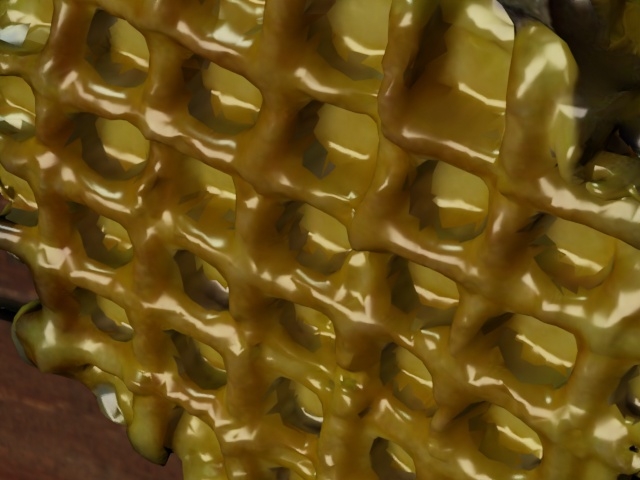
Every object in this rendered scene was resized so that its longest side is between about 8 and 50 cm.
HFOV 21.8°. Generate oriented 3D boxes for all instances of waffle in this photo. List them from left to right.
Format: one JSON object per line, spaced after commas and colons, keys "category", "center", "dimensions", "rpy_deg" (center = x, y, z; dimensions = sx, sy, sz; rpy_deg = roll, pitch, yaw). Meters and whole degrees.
{"category": "waffle", "center": [0.007, -0.005, 0.560], "dimensions": [0.329, 0.062, 0.329], "rpy_deg": [18, 129, 25]}
